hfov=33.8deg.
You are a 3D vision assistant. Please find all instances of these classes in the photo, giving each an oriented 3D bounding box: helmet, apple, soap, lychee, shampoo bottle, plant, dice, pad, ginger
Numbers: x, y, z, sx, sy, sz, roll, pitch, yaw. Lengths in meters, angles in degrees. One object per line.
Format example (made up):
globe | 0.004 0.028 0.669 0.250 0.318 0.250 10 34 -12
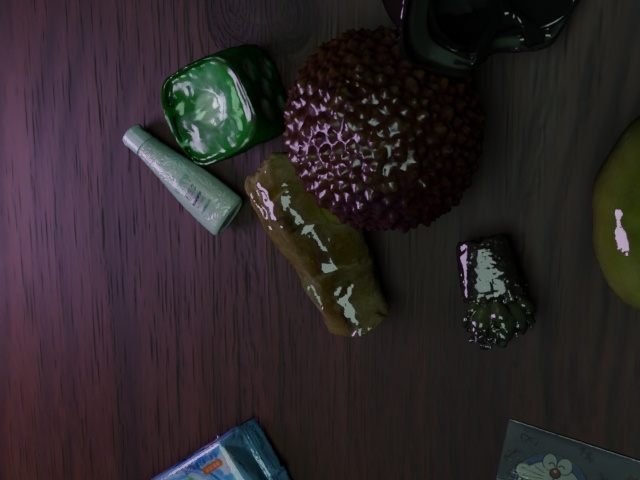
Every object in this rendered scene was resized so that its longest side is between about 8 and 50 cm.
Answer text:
helmet | 0.156 -0.318 1.132 0.177 0.305 0.225 51 137 33
apple | 0.412 -0.036 1.106 0.279 0.279 0.279 6 105 23
soap | -0.175 0.393 1.560 0.293 0.077 0.156 -37 86 27
lychee | 0.074 -0.124 1.223 0.271 0.271 0.271 6 105 23
shampoo bottle | -0.195 -0.092 1.470 0.191 0.041 0.069 41 120 10
plant | 0.215 0.064 1.304 0.092 0.094 0.143 -12 86 12
dice | -0.120 -0.176 1.373 0.128 0.120 0.131 -20 96 25
pad | 0.345 0.339 1.359 0.246 0.006 0.170 16 108 20
ginger | 0.000 0.000 1.370 0.116 0.109 0.263 -29 91 0
